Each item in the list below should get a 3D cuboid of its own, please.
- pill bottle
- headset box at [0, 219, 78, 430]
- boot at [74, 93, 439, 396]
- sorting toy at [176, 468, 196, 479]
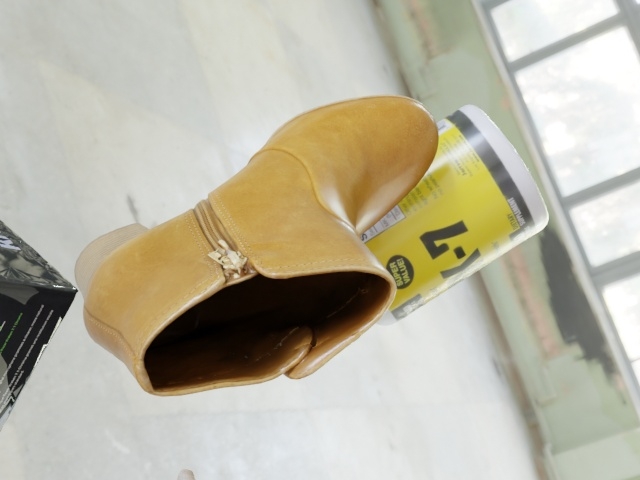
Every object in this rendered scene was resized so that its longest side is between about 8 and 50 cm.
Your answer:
[{"bbox_3d":[0.065,-0.006,0.806,0.119,0.208,0.119,57,3,-5],"label":"pill bottle"},{"bbox_3d":[-0.300,-0.002,0.430,0.246,0.131,0.283,34,7,29],"label":"headset box"},{"bbox_3d":[-0.001,-0.001,0.610,0.211,0.295,0.104,25,-43,60],"label":"boot"},{"bbox_3d":[0.016,0.193,0.550,0.193,0.208,0.038,104,6,-66],"label":"sorting toy"}]
